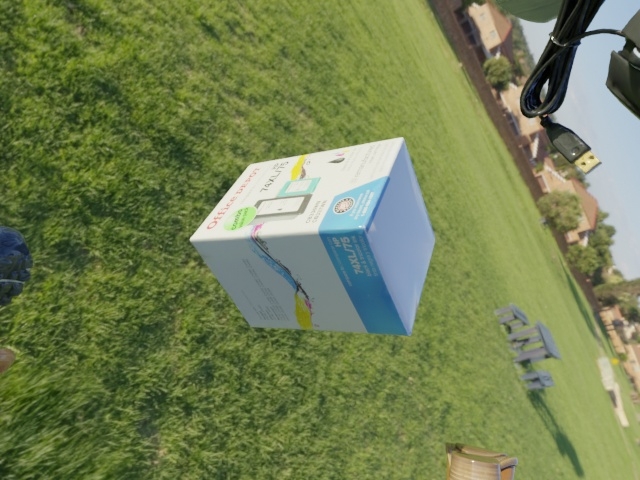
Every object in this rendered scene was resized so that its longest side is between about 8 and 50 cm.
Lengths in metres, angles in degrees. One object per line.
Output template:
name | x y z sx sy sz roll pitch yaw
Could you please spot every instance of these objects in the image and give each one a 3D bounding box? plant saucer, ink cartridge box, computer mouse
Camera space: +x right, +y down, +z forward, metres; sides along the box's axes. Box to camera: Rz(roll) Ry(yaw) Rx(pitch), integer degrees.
plant saucer | -0.460 0.177 0.598 0.013 0.083 0.084 54 27 14
ink cartridge box | 0.000 0.000 0.656 0.197 0.270 0.198 63 37 -34
computer mouse | 0.274 -0.110 0.371 0.060 0.184 0.262 -24 57 -21

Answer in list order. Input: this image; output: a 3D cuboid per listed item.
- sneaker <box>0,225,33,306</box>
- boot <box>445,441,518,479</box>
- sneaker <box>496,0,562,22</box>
sneaker | -0.384 0.021 0.376 0.110 0.283 0.122 34 41 -75
boot | 0.221 0.414 0.621 0.283 0.109 0.220 47 50 -65
sneaker | 0.287 -0.302 0.472 0.094 0.091 0.258 52 -1 -29
